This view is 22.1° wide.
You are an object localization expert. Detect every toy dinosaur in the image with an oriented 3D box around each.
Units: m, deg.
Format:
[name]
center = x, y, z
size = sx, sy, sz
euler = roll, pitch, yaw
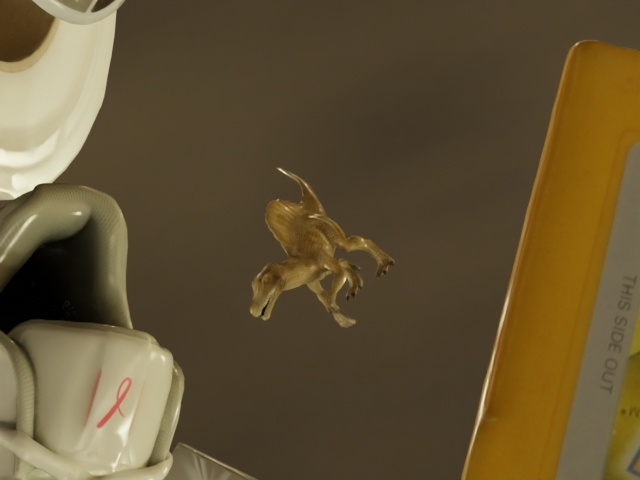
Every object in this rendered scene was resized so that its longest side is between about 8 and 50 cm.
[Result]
[toy dinosaur]
center = 0.000, 0.000, 1.113
size = 0.053, 0.092, 0.183
euler = -45, -164, 28

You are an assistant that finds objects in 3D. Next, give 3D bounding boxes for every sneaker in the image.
[sneaker]
center = -0.080, 0.076, 0.431
size = 0.090, 0.115, 0.232
euler = 15, -136, -34

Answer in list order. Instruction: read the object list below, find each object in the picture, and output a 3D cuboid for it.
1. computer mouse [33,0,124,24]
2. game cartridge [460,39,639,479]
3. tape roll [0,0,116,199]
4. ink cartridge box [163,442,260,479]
[computer mouse]
center = -0.138, -0.152, 0.611
size = 0.042, 0.193, 0.106
euler = 12, -116, 43
[game cartridge]
center = 0.216, 0.092, 0.755
size = 0.285, 0.052, 0.323
euler = 14, -103, 4
[tape roll]
center = -0.208, -0.162, 0.859
size = 0.100, 0.286, 0.286
euler = -1, -147, 19
[ink cartridge box]
center = 0.057, 0.330, 1.244
size = 0.395, 0.285, 0.166
euler = 19, -105, 45
